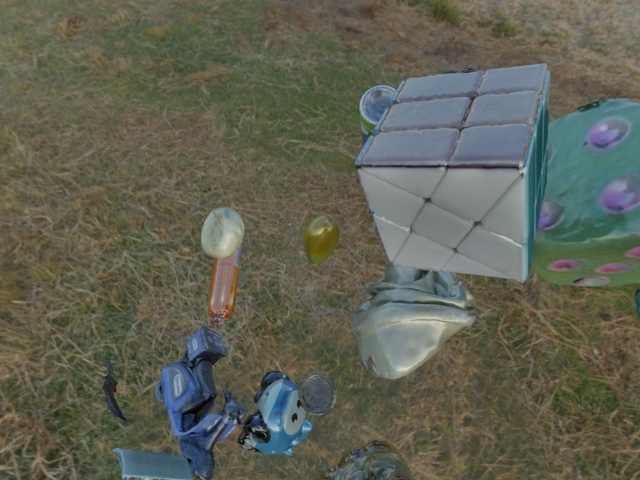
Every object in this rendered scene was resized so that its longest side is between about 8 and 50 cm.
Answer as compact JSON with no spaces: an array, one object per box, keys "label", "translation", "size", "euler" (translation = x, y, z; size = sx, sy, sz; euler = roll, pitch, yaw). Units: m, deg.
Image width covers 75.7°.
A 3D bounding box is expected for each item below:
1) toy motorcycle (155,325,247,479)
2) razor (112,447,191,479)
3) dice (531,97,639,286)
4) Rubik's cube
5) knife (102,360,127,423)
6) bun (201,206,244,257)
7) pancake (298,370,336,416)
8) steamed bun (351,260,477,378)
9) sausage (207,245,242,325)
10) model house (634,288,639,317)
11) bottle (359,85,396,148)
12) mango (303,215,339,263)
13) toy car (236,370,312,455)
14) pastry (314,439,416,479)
[{"label":"toy motorcycle","translation":[-0.299,0.406,1.038],"size":[0.212,0.125,0.359],"euler":[-41,45,6]},{"label":"razor","translation":[-0.285,0.400,0.562],"size":[0.068,0.106,0.232],"euler":[29,86,50]},{"label":"dice","translation":[0.629,-0.087,0.911],"size":[0.318,0.330,0.323],"euler":[23,61,-37]},{"label":"Rubik's cube","translation":[0.215,-0.103,0.635],"size":[0.221,0.231,0.225],"euler":[6,51,32]},{"label":"knife","translation":[-0.429,0.297,0.836],"size":[0.021,0.046,0.222],"euler":[-46,33,-14]},{"label":"bun","translation":[-0.152,-0.012,0.662],"size":[0.054,0.086,0.086],"euler":[13,44,-43]},{"label":"pancake","translation":[-0.009,0.405,1.089],"size":[0.114,0.011,0.115],"euler":[-10,63,20]},{"label":"steamed bun","translation":[0.209,0.166,1.053],"size":[0.324,0.310,0.220],"euler":[-34,90,0]},{"label":"sausage","translation":[-0.322,0.144,1.384],"size":[0.092,0.093,0.312],"euler":[-2,52,-1]},{"label":"model house","translation":[0.565,0.195,0.541],"size":[0.261,0.226,0.241],"euler":[3,95,-26]},{"label":"bottle","translation":[0.148,-0.248,1.008],"size":[0.093,0.330,0.093],"euler":[-2,79,8]},{"label":"mango","translation":[0.000,0.000,1.451],"size":[0.130,0.195,0.092],"euler":[0,36,-30]},{"label":"toy car","translation":[-0.118,0.516,1.191],"size":[0.189,0.255,0.189],"euler":[22,42,2]},{"label":"pastry","translation":[0.092,0.549,0.822],"size":[0.255,0.162,0.311],"euler":[-42,22,-7]}]
